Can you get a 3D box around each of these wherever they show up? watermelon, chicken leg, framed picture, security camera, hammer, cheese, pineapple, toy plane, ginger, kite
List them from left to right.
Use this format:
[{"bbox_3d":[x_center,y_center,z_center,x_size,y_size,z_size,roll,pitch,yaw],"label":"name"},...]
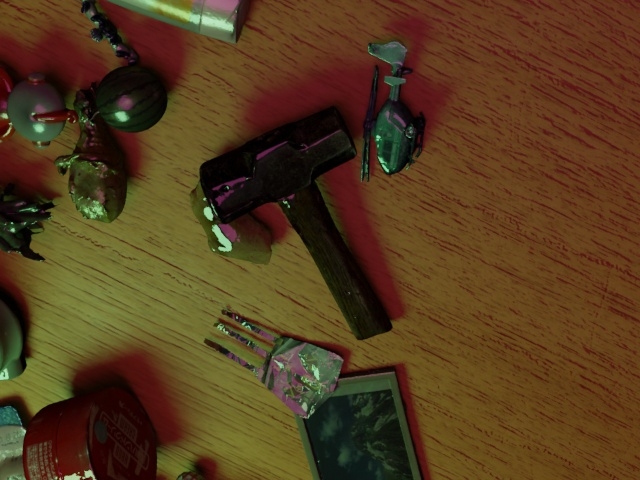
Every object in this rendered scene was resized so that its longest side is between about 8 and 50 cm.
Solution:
[{"bbox_3d":[-0.647,0.202,1.587,0.196,0.277,0.191,-2,114,10],"label":"security camera"},{"bbox_3d":[-0.618,-0.053,1.545,0.364,0.165,0.166,22,114,-4],"label":"pineapple"},{"bbox_3d":[-0.570,0.447,1.791,0.188,0.074,0.286,-18,105,15],"label":"cheese"},{"bbox_3d":[-0.375,-0.139,1.508,0.103,0.088,0.228,-3,103,36],"label":"chicken leg"},{"bbox_3d":[-0.306,-0.216,1.447,0.133,0.105,0.105,-22,108,2],"label":"watermelon"},{"bbox_3d":[-0.149,-0.032,1.524,0.095,0.069,0.190,-25,108,21],"label":"ginger"},{"bbox_3d":[-0.084,0.210,1.635,0.245,0.015,0.141,30,104,-2],"label":"kite"},{"bbox_3d":[0.000,0.000,1.500,0.242,0.095,0.409,-28,117,2],"label":"hammer"},{"bbox_3d":[0.067,0.364,1.686,0.208,0.019,0.281,-11,111,14],"label":"framed picture"},{"bbox_3d":[0.111,-0.191,1.428,0.096,0.060,0.235,14,119,17],"label":"toy plane"}]

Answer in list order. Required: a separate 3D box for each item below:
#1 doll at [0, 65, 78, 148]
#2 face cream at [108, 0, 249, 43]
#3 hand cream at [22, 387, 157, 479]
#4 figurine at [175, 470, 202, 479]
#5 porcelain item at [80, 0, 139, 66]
[{"bbox_3d":[-0.490,-0.216,1.486,0.245,0.076,0.142,10,115,18],"label":"doll"},{"bbox_3d":[-0.238,-0.384,1.389,0.269,0.073,0.107,18,122,0],"label":"face cream"},{"bbox_3d":[-0.410,0.385,1.657,0.149,0.230,0.230,-20,108,17],"label":"hand cream"},{"bbox_3d":[-0.297,0.564,1.753,0.369,0.167,0.281,17,110,11],"label":"figurine"},{"bbox_3d":[-0.336,-0.321,1.427,0.021,0.075,0.136,-33,105,21],"label":"porcelain item"}]
